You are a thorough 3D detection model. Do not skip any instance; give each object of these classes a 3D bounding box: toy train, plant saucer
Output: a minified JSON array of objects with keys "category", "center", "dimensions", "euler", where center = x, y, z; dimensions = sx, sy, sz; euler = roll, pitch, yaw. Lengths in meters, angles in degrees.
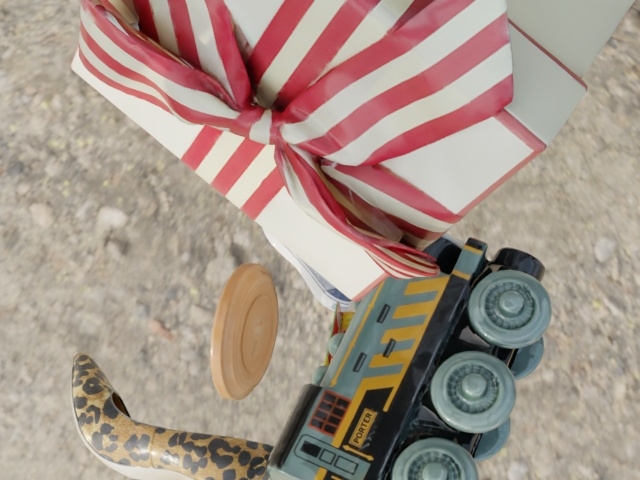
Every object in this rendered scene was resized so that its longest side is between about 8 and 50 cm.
[{"category":"toy train","center":[0.089,0.136,1.135],"dimensions":[0.190,0.142,0.334],"euler":[22,69,14]},{"category":"plant saucer","center":[-0.043,0.055,0.729],"dimensions":[0.013,0.083,0.083],"euler":[8,108,20]}]

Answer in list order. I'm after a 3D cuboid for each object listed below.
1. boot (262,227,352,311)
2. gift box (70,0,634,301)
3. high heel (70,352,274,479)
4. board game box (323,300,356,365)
[{"category":"boot","center":[0.000,0.000,1.554],"dimensions":[0.190,0.069,0.086],"euler":[49,117,33]},{"category":"gift box","center":[0.023,-0.146,0.647],"dimensions":[0.255,0.276,0.258],"euler":[37,61,1]},{"category":"high heel","center":[-0.166,0.199,1.343],"dimensions":[0.186,0.093,0.261],"euler":[-31,62,1]},{"category":"board game box","center":[0.049,0.195,1.338],"dimensions":[0.039,0.124,0.259],"euler":[-6,132,17]}]
